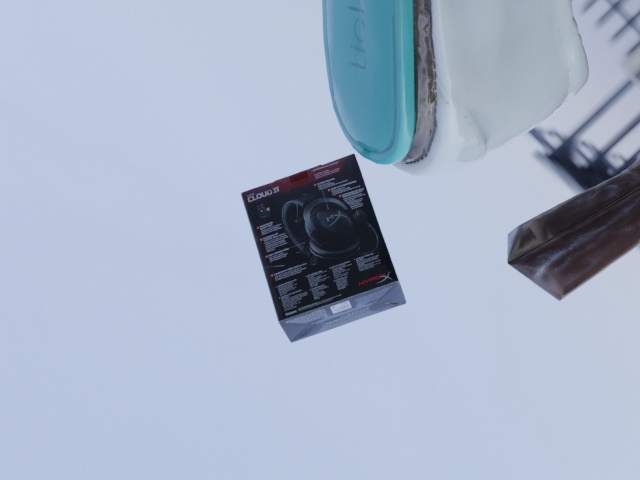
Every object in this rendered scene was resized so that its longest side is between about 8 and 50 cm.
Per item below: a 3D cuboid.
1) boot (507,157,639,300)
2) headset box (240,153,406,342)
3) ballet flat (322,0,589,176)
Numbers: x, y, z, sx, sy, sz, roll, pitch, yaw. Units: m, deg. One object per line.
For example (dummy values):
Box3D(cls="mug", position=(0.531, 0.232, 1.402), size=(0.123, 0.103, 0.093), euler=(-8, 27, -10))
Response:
Box3D(cls="boot", position=(0.152, 0.003, 0.659), size=(0.037, 0.114, 0.106), euler=(64, 176, -33))
Box3D(cls="headset box", position=(0.000, 0.000, 0.689), size=(0.032, 0.062, 0.083), euler=(67, -176, -62))
Box3D(cls="ballet flat", position=(0.058, -0.222, 0.577), size=(0.139, 0.139, 0.400), euler=(-96, 1, -63))
